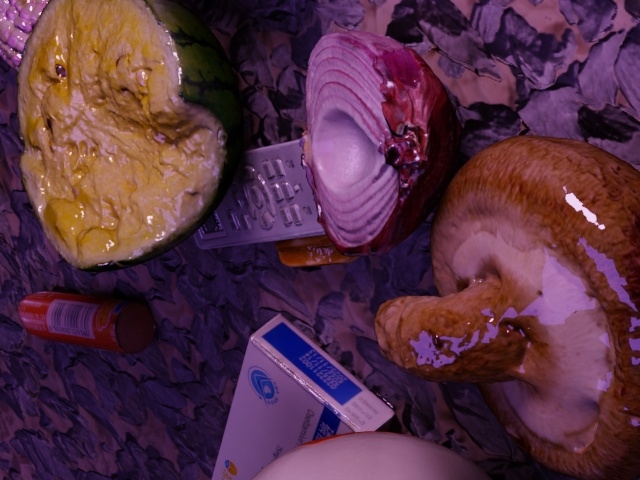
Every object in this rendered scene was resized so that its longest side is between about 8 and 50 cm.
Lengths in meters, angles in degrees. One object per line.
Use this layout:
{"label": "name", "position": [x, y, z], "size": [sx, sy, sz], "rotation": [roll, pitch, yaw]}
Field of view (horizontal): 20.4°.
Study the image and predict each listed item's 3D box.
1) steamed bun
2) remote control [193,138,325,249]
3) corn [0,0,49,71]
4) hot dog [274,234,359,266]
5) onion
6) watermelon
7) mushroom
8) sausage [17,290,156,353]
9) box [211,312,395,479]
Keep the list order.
{"label": "steamed bun", "position": [0.057, 0.357, 2.038], "size": [0.374, 0.241, 0.374], "rotation": [0, 137, 0]}
{"label": "remote control", "position": [-0.064, -0.057, 2.056], "size": [0.313, 0.055, 0.109], "rotation": [-7, 106, 55]}
{"label": "corn", "position": [-0.406, -0.337, 2.156], "size": [0.335, 0.126, 0.126], "rotation": [46, 143, 14]}
{"label": "hot dog", "position": [0.000, 0.000, 2.041], "size": [0.133, 0.041, 0.056], "rotation": [-6, 114, 42]}
{"label": "onion", "position": [0.076, -0.096, 1.762], "size": [0.283, 0.120, 0.227], "rotation": [-157, 61, -69]}
{"label": "watermelon", "position": [-0.200, -0.131, 2.023], "size": [0.331, 0.189, 0.331], "rotation": [-9, 78, 47]}
{"label": "mushroom", "position": [0.240, 0.061, 1.693], "size": [0.345, 0.239, 0.345], "rotation": [24, 151, 14]}
{"label": "sausage", "position": [-0.339, 0.111, 2.472], "size": [0.274, 0.074, 0.074], "rotation": [3, 120, 46]}
{"label": "box", "position": [-0.031, 0.270, 2.256], "size": [0.200, 0.065, 0.343], "rotation": [40, 141, 21]}
